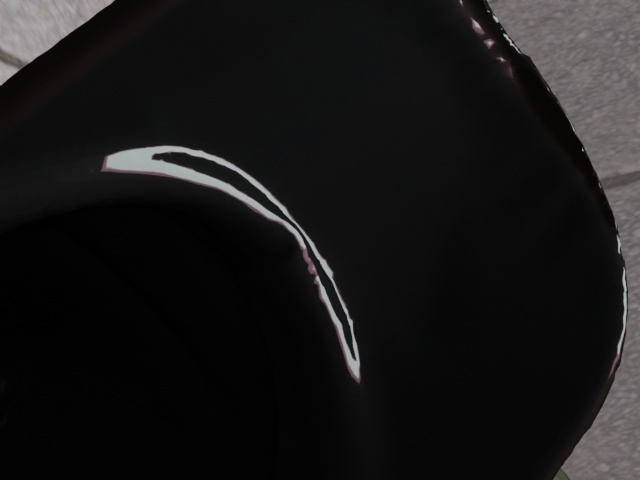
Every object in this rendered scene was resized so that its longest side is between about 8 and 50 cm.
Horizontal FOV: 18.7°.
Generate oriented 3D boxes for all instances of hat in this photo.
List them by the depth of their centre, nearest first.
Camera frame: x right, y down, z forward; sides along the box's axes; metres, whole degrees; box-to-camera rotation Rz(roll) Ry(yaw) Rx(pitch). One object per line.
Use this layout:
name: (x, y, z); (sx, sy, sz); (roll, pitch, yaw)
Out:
hat: (-0.082, 0.049, 0.570); (0.238, 0.336, 0.209); (53, -24, -19)

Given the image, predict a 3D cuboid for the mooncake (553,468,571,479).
mooncake: (0.005, 0.191, 0.792); (0.135, 0.275, 0.275); (-124, -165, -82)
